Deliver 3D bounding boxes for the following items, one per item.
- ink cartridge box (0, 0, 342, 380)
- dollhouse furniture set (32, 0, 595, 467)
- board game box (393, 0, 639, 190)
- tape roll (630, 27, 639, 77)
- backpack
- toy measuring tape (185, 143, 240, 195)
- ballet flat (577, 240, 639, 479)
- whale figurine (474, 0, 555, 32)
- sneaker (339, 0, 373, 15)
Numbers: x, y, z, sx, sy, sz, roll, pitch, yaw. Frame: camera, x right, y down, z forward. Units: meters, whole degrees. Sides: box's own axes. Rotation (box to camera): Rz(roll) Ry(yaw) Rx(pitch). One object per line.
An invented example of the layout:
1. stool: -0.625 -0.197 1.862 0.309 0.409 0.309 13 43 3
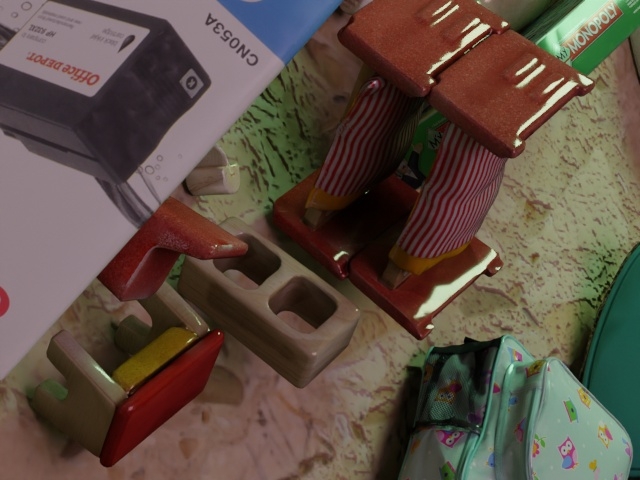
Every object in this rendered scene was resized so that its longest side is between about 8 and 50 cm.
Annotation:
1. ink cartridge box: -0.163 -0.107 1.110 0.223 0.129 0.307 42 85 -7
2. dollhouse furniture set: 0.000 0.000 1.302 0.152 0.201 0.374 37 47 15
3. board game box: 0.195 -0.163 1.538 0.046 0.213 0.317 52 50 -5
4. tape roll: 0.436 -0.221 1.883 0.392 0.072 0.392 7 81 -43
5. backpack: 0.144 0.186 1.491 0.166 0.144 0.188 46 57 -35
6. toy measuring tape: -0.161 -0.117 1.266 0.330 0.121 0.121 57 50 -36
7. ballet flat: 0.294 0.229 1.630 0.182 0.164 0.483 49 44 -54
8. whale figurine: 0.145 -0.252 1.548 0.141 0.216 0.272 38 76 5
9. sneaker: 0.057 -0.227 1.526 0.070 0.051 0.134 26 63 -34
